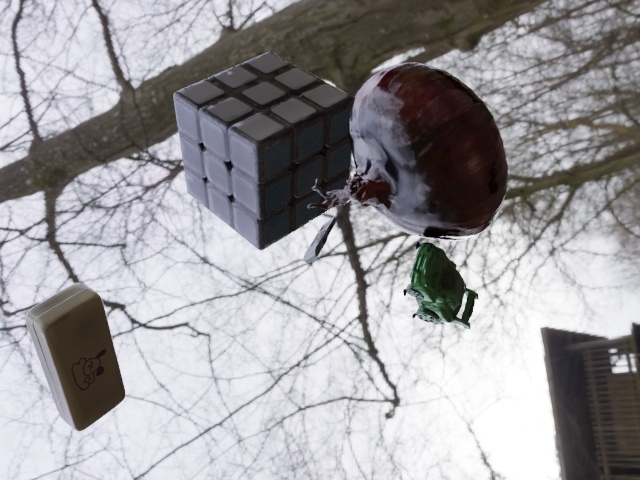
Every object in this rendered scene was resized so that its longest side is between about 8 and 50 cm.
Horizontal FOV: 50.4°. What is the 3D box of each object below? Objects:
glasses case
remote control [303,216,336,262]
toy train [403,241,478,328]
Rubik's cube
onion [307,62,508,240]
[{"bbox_3d":[-0.481,0.237,1.359,0.131,0.070,0.313,-36,-40,-38],"label":"glasses case"},{"bbox_3d":[0.000,0.000,2.041,0.029,0.065,0.166,43,-133,-13],"label":"remote control"},{"bbox_3d":[0.183,0.070,1.029,0.099,0.081,0.149,-67,-31,-25],"label":"toy train"},{"bbox_3d":[-0.128,-0.214,1.597,0.301,0.303,0.305,-34,-38,-31],"label":"Rubik's cube"},{"bbox_3d":[0.126,-0.105,0.969,0.285,0.273,0.273,-31,-75,-13],"label":"onion"}]
